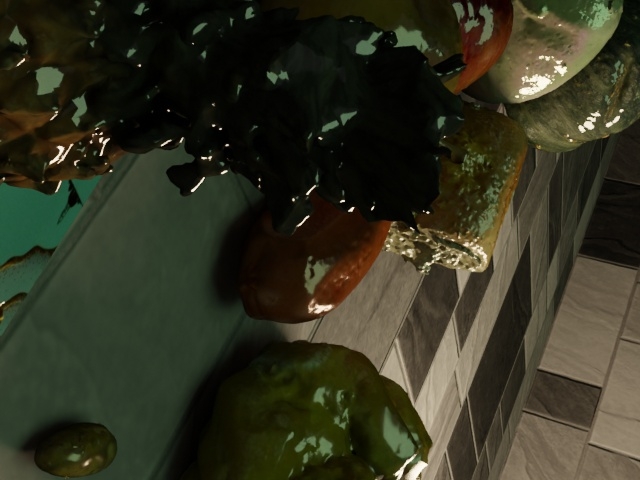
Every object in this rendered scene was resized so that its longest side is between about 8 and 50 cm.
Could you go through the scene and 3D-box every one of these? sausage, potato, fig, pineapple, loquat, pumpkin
[{"bbox_3d":[0.000,0.002,0.956,0.258,0.133,0.133,-49,145,-48],"label":"sausage"},{"bbox_3d":[-0.198,0.172,0.711,0.047,0.045,0.092,-71,159,-6],"label":"potato"},{"bbox_3d":[0.108,-0.223,1.018,0.203,0.186,0.250,-24,142,-47],"label":"fig"},{"bbox_3d":[-0.112,-0.100,0.379,0.202,0.361,0.202,18,90,-84],"label":"pineapple"},{"bbox_3d":[0.037,-0.179,0.824,0.213,0.213,0.213,-43,141,-50],"label":"loquat"},{"bbox_3d":[0.505,-0.323,1.645,0.257,0.327,0.291,57,44,-5],"label":"pumpkin"}]

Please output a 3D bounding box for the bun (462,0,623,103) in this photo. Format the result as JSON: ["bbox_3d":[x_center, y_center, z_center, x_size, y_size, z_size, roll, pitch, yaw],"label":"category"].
[{"bbox_3d":[0.238,-0.334,1.134,0.187,0.293,0.293,14,91,-45],"label":"bun"}]

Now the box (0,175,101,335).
[{"bbox_3d":[-0.203,-0.042,0.548,0.162,0.041,0.229,85,27,-62],"label":"box"}]

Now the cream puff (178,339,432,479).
[{"bbox_3d":[0.020,0.303,0.988,0.378,0.275,0.379,-37,133,-54],"label":"cream puff"}]

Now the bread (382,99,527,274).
[{"bbox_3d":[0.167,-0.075,1.189,0.176,0.195,0.247,45,62,-67],"label":"bread"}]
